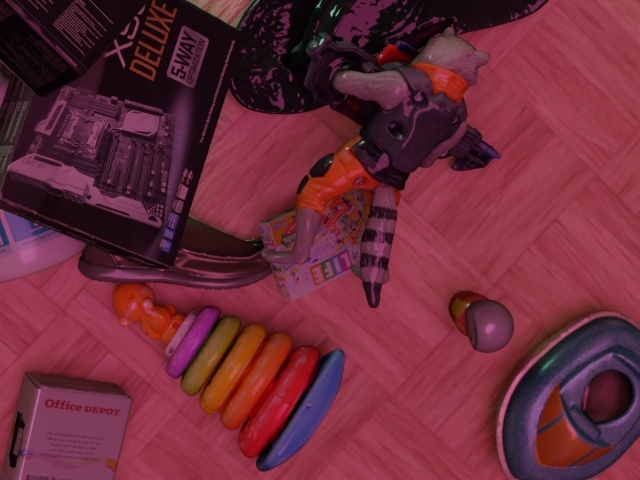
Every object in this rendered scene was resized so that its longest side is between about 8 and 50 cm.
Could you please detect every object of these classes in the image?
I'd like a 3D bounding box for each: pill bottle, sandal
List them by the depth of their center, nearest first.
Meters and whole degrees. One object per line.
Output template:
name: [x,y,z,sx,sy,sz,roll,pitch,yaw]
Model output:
pill bottle: [-0.383,-0.092,1.696,0.146,0.146,0.264,-18,102,-6]
sandal: [0.088,-0.290,1.763,0.445,0.107,0.168,-24,102,-5]

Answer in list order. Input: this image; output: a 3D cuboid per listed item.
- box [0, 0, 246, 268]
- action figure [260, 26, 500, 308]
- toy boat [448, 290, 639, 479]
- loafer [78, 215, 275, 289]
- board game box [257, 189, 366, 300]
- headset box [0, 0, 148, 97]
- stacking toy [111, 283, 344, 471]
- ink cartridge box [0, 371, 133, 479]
box: [-0.241,-0.150,1.661,0.242,0.076,0.307,25,76,-37]
action figure: [0.113,-0.092,1.716,0.341,0.178,0.330,17,104,-38]
toy boat: [0.294,0.180,1.853,0.318,0.148,0.267,40,91,-13]
loafer: [-0.174,0.008,1.774,0.251,0.094,0.087,1,103,-10]
board game box: [0.000,0.000,1.799,0.154,0.026,0.103,-26,105,-36]
headset box: [-0.276,-0.342,1.505,0.246,0.131,0.283,44,65,-20]
stacking toy: [-0.133,0.146,1.787,0.302,0.166,0.175,33,77,-2]
ink cartridge box: [-0.321,0.262,1.787,0.127,0.072,0.175,11,97,-28]
